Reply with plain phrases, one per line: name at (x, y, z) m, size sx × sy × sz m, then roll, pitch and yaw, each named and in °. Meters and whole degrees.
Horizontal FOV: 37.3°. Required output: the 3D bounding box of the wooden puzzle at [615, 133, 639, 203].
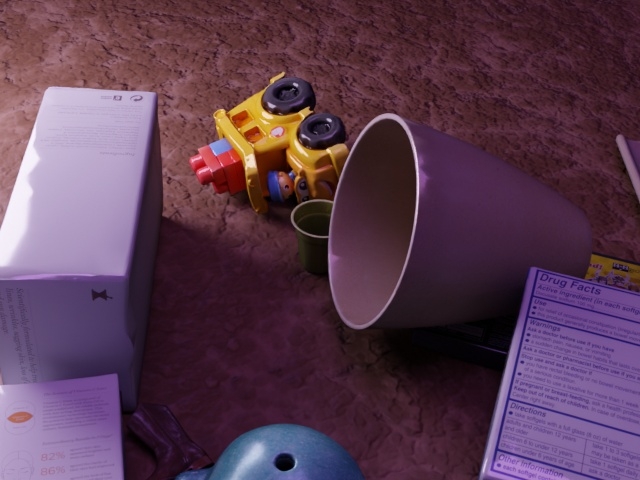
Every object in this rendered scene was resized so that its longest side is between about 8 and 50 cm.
wooden puzzle at (0.657, -0.077, 1.452) m, size 0.347 × 0.081 × 0.322 m, roll 4°, pitch 39°, yaw -1°

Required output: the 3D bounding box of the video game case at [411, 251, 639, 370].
video game case at (0.284, 0.084, 1.254) m, size 0.274 × 0.035 × 0.248 m, roll 14°, pitch 40°, yaw 13°

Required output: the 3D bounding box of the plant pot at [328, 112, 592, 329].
plant pot at (0.181, -0.004, 1.163) m, size 0.273 × 0.257 × 0.257 m, roll 9°, pitch 36°, yaw -21°

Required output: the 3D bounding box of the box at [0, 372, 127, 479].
box at (-0.265, 0.233, 0.969) m, size 0.130 × 0.091 × 0.170 m, roll -4°, pitch 40°, yaw -11°

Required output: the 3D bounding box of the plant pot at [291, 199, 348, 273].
plant pot at (0.000, 0.000, 1.291) m, size 0.083 × 0.079 × 0.083 m, roll 2°, pitch 40°, yaw -2°

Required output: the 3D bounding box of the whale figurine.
whale figurine at (-0.071, 0.279, 0.894) m, size 0.272 × 0.141 × 0.216 m, roll -30°, pitch 51°, yaw -34°

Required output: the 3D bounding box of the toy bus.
toy bus at (-0.073, -0.114, 1.388) m, size 0.211 × 0.149 × 0.220 m, roll -26°, pitch 50°, yaw -15°

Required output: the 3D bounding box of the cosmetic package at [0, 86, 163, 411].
cosmetic package at (-0.284, 0.000, 1.160) m, size 0.156 × 0.217 × 0.385 m, roll 2°, pitch 37°, yaw -4°

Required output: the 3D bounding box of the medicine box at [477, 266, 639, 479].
medicine box at (0.314, 0.201, 0.996) m, size 0.263 × 0.149 × 0.289 m, roll 14°, pitch 48°, yaw 12°

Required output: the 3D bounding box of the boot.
boot at (-0.186, 0.227, 1.028) m, size 0.106 × 0.037 × 0.114 m, roll -15°, pitch 45°, yaw -42°
